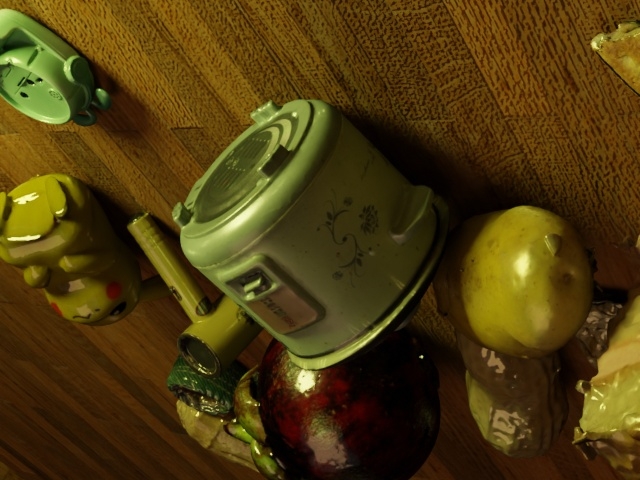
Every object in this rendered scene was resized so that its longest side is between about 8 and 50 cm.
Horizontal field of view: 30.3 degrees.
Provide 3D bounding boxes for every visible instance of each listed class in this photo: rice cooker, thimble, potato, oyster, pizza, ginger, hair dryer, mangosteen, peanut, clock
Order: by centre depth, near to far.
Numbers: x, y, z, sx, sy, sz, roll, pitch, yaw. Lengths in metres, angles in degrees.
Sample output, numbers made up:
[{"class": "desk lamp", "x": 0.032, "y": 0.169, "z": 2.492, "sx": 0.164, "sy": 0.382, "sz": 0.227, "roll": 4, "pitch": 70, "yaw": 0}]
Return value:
[{"class": "pizza", "x": 0.357, "y": -0.163, "z": 1.031, "sx": 0.201, "sy": 0.053, "sz": 0.193, "roll": 37, "pitch": 154, "yaw": 2}, {"class": "potato", "x": 0.217, "y": 0.048, "z": 1.345, "sx": 0.140, "sy": 0.173, "sz": 0.300, "roll": -10, "pitch": -177, "yaw": -15}, {"class": "rice cooker", "x": 0.000, "y": 0.000, "z": 1.385, "sx": 0.317, "sy": 0.264, "sz": 0.316, "roll": 10, "pitch": 135, "yaw": 10}, {"class": "oyster", "x": 0.390, "y": 0.132, "z": 1.485, "sx": 0.191, "sy": 0.081, "sz": 0.163, "roll": -2, "pitch": 137, "yaw": 36}, {"class": "clock", "x": -0.364, "y": -0.212, "z": 1.538, "sx": 0.188, "sy": 0.060, "sz": 0.148, "roll": 33, "pitch": 151, "yaw": -15}, {"class": "peanut", "x": 0.260, "y": 0.180, "z": 1.616, "sx": 0.149, "sy": 0.149, "sz": 0.313, "roll": 11, "pitch": 146, "yaw": 26}, {"class": "mangosteen", "x": 0.027, "y": 0.238, "z": 1.735, "sx": 0.311, "sy": 0.311, "sz": 0.311, "roll": 20, "pitch": 151, "yaw": 11}, {"class": "hair dryer", "x": -0.201, "y": 0.067, "z": 1.842, "sx": 0.090, "sy": 0.135, "sz": 0.278, "roll": -12, "pitch": 117, "yaw": 49}, {"class": "thimble", "x": -0.209, "y": 0.258, "z": 2.174, "sx": 0.135, "sy": 0.090, "sz": 0.118, "roll": 28, "pitch": 152, "yaw": -6}, {"class": "ginger", "x": -0.116, "y": 0.386, "z": 2.276, "sx": 0.354, "sy": 0.126, "sz": 0.190, "roll": 22, "pitch": 147, "yaw": 11}]

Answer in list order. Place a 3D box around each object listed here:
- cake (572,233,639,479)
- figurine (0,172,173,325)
[{"class": "cake", "x": 0.472, "y": 0.127, "z": 1.170, "sx": 0.314, "sy": 0.307, "sz": 0.293, "roll": 36, "pitch": 146, "yaw": -15}, {"class": "figurine", "x": -0.387, "y": 0.029, "z": 1.849, "sx": 0.218, "sy": 0.169, "sz": 0.327, "roll": -12, "pitch": 132, "yaw": 17}]
